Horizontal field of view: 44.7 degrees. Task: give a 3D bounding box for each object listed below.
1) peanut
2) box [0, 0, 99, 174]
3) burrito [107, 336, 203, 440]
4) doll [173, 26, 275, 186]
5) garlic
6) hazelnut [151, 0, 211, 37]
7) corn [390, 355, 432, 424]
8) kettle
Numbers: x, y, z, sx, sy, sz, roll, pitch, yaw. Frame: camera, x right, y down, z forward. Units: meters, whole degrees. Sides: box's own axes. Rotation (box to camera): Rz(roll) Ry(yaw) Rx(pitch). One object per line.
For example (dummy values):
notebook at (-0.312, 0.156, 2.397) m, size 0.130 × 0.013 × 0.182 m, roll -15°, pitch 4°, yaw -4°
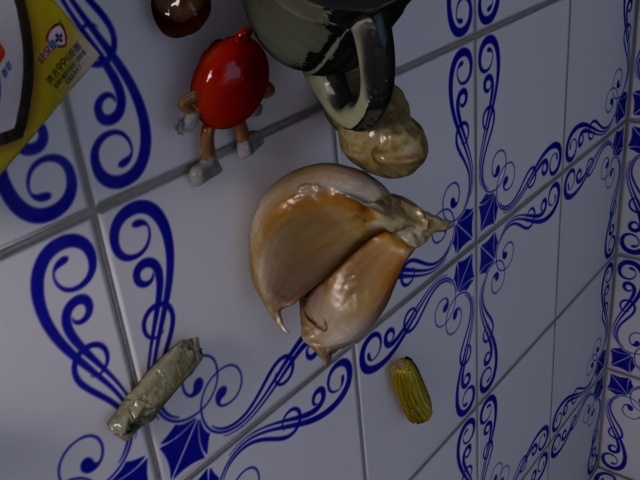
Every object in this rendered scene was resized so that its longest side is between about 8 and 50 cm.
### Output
peanut at (0.086, -0.187, 1.225) m, size 0.136 × 0.298 × 0.120 m, roll -10°, pitch 124°, yaw -6°
box at (-0.373, -0.155, 0.787) m, size 0.265 × 0.097 × 0.168 m, roll -57°, pitch 140°, yaw -21°
burrito at (-0.236, 0.215, 1.142) m, size 0.188 × 0.045 × 0.058 m, roll -52°, pitch 145°, yaw -30°
doll at (-0.135, -0.198, 1.097) m, size 0.183 × 0.085 × 0.217 m, roll -36°, pitch 147°, yaw -39°
garlic at (0.030, 0.023, 1.259) m, size 0.286 × 0.249 × 0.313 m, roll 0°, pitch 139°, yaw -46°
hazelnut at (-0.178, -0.303, 1.010) m, size 0.086 × 0.086 × 0.086 m, roll -23°, pitch 120°, yaw -46°
corn at (0.202, 0.334, 1.734) m, size 0.072 × 0.072 × 0.203 m, roll -50°, pitch 136°, yaw -29°
kettle at (0.016, -0.303, 1.046) m, size 0.228 × 0.324 × 0.321 m, roll -22°, pitch 85°, yaw -12°
